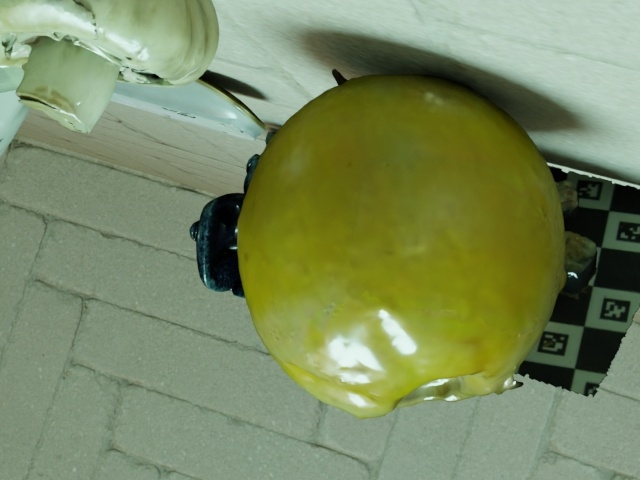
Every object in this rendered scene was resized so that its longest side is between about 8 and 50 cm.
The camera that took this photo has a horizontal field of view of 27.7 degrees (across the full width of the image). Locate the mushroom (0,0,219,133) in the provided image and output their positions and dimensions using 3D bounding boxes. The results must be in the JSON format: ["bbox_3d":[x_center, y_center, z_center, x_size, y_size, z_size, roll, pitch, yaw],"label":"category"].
[{"bbox_3d":[-0.132,-0.121,0.721,0.154,0.122,0.154,9,171,1],"label":"mushroom"}]

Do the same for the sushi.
[{"bbox_3d":[0.164,0.005,1.012,0.193,0.210,0.040,16,144,22],"label":"sushi"}]

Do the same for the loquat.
[{"bbox_3d":[0.050,-0.002,0.887,0.244,0.243,0.244,18,178,1],"label":"loquat"}]

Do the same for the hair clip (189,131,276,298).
[{"bbox_3d":[0.003,-0.005,1.448,0.195,0.206,0.310,10,170,29],"label":"hair clip"}]

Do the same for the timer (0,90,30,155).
[{"bbox_3d":[-0.319,-0.150,0.972,0.234,0.240,0.233,30,-153,-17],"label":"timer"}]

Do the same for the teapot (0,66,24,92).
[{"bbox_3d":[-0.248,-0.144,0.845,0.201,0.107,0.077,-12,174,-12],"label":"teapot"}]

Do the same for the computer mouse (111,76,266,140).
[{"bbox_3d":[-0.145,-0.141,1.227,0.199,0.044,0.102,17,177,15],"label":"computer mouse"}]
